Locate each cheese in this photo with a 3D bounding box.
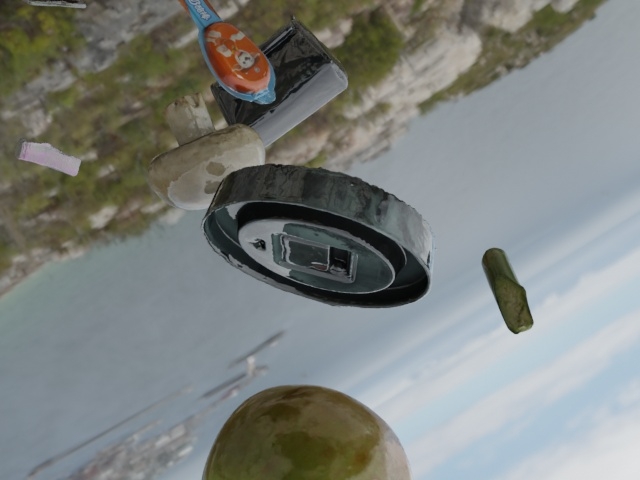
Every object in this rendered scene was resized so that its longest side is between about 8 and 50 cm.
[{"bbox_3d":[-0.150,-0.300,1.349,0.106,0.256,0.037,-35,180,-42],"label":"cheese"}]

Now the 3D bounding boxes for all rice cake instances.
[{"bbox_3d":[-0.546,-0.166,1.863,0.036,0.047,0.207,8,175,16],"label":"rice cake"}]

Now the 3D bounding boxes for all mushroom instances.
[{"bbox_3d":[-0.202,-0.154,1.587,0.204,0.204,0.204,-31,171,-6],"label":"mushroom"}]

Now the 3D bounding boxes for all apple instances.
[{"bbox_3d":[-0.030,0.402,1.456,0.338,0.338,0.305,-39,175,38],"label":"apple"}]

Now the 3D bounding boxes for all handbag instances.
[{"bbox_3d":[-0.123,-0.397,2.211,0.302,0.275,0.178,-37,150,8],"label":"handbag"}]

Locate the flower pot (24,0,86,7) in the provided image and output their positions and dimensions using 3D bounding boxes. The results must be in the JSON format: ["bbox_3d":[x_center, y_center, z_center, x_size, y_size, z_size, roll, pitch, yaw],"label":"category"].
[{"bbox_3d":[-0.573,-0.563,1.894,0.084,0.179,0.251,-51,171,23],"label":"flower pot"}]

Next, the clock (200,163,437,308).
[{"bbox_3d":[0.001,0.001,1.219,0.312,0.313,0.061,127,-19,-65],"label":"clock"}]

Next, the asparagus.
[{"bbox_3d":[0.244,0.064,1.222,0.178,0.041,0.045,-93,-159,-66],"label":"asparagus"}]
